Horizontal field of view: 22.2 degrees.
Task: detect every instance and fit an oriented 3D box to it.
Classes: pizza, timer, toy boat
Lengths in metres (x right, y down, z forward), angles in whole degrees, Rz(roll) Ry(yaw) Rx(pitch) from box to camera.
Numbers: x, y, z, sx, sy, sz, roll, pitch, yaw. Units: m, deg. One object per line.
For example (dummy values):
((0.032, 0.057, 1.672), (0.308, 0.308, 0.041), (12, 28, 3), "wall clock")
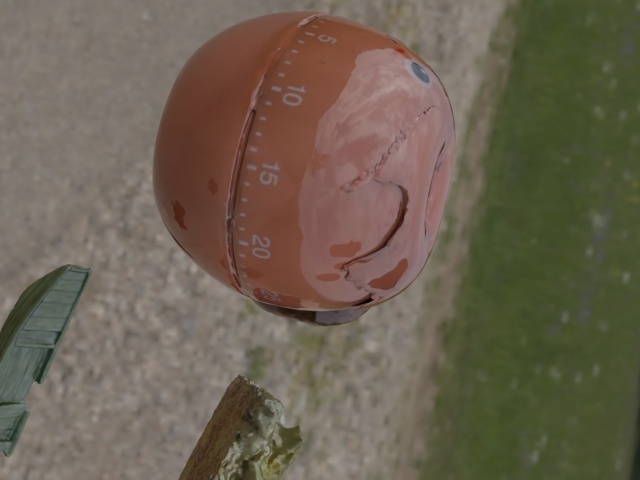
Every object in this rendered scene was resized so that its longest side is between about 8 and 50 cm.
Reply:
((-0.091, 0.252, 1.568), (0.223, 0.089, 0.323), (-43, -160, 56), "pizza")
((-0.008, -0.060, 1.251), (0.229, 0.215, 0.229), (19, 90, -77), "timer")
((-0.388, 0.150, 2.152), (0.093, 0.055, 0.293), (8, 113, -53), "toy boat")

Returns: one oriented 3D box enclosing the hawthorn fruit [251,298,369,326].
((0.000, 0.000, 1.813), (0.249, 0.215, 0.215), (-101, -172, -48), "hawthorn fruit")
